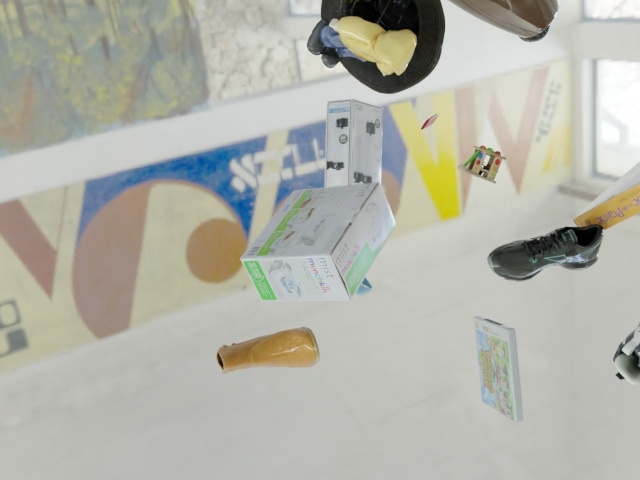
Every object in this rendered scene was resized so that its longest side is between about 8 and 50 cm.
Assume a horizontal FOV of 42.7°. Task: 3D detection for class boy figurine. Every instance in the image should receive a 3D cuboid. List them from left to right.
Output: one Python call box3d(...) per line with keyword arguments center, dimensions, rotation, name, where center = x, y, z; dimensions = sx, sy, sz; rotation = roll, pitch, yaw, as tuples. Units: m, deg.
box3d(center=(0.100, -0.392, 1.684), dimensions=(0.285, 0.177, 0.092), rotation=(26, -98, 50), name="boy figurine")

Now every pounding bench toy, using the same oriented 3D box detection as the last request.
box3d(center=(0.325, -0.162, 1.668), dimensions=(0.083, 0.065, 0.052), rotation=(15, -169, -32), name="pounding bench toy")

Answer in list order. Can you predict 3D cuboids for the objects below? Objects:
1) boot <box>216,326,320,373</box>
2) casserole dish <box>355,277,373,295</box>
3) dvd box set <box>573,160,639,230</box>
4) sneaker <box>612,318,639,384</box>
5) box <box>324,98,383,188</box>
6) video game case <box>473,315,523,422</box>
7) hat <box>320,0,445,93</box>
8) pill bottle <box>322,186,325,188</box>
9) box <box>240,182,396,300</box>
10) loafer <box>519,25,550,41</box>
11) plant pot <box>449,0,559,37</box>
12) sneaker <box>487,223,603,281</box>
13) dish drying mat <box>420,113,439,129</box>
box3d(center=(-0.141, 0.289, 2.055), dimensions=(0.211, 0.104, 0.295), rotation=(-11, 177, -24), name="boot")
box3d(center=(0.056, 0.076, 1.979), dimensions=(0.114, 0.037, 0.188), rotation=(29, -166, -30), name="casserole dish")
box3d(center=(0.762, -0.166, 1.722), dimensions=(0.307, 0.062, 0.420), rotation=(-36, 177, -28), name="dvd box set")
box3d(center=(0.677, 0.253, 1.713), dimensions=(0.153, 0.235, 0.094), rotation=(-39, -127, -8), name="sneaker")
box3d(center=(0.092, -0.231, 2.249), dimensions=(0.087, 0.290, 0.169), rotation=(1, -179, 34), name="box")
box3d(center=(0.408, 0.292, 1.890), dimensions=(0.023, 0.212, 0.193), rotation=(-8, -175, -11), name="video game case")
box3d(center=(0.163, -0.486, 1.795), dimensions=(0.331, 0.331, 0.134), rotation=(9, -160, 40), name="hat")
box3d(center=(0.029, -0.012, 2.540), dimensions=(0.181, 0.181, 0.323), rotation=(-2, -129, 18), name="pill bottle")
box3d(center=(0.000, 0.000, 1.742), dimensions=(0.231, 0.127, 0.262), rotation=(-3, -145, 32), name="box")
box3d(center=(0.594, -0.758, 2.329), dimensions=(0.133, 0.366, 0.130), rotation=(0, -155, -11), name="loafer")
box3d(center=(0.389, -0.534, 1.712), dimensions=(0.215, 0.230, 0.215), rotation=(-34, -141, 33), name="plant pot")
box3d(center=(0.487, 0.014, 1.767), dimensions=(0.267, 0.106, 0.101), rotation=(-10, -124, -16), name="sneaker")
box3d(center=(0.263, -0.286, 1.967), dimensions=(0.008, 0.032, 0.083), rotation=(37, -150, 10), name="dish drying mat")
